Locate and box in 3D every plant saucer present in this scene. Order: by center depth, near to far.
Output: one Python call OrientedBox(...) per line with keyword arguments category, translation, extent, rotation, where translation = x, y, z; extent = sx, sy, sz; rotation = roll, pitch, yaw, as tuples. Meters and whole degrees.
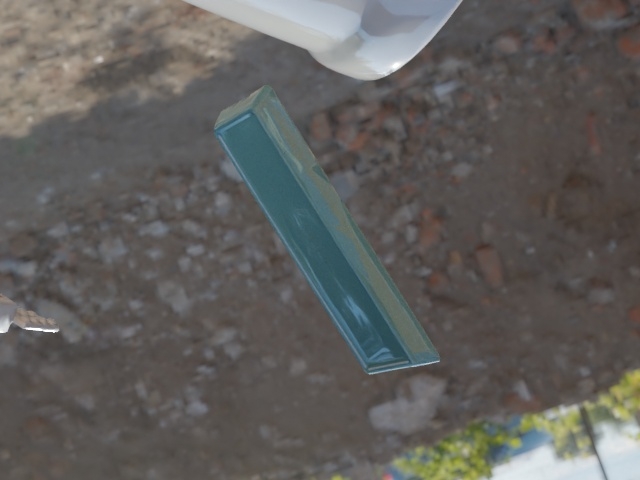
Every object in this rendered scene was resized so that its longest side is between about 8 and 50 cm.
OrientedBox(category="plant saucer", translation=(0.000, 0.000, 0.771), extent=(0.018, 0.192, 0.067), rotation=(-38, -171, -30))

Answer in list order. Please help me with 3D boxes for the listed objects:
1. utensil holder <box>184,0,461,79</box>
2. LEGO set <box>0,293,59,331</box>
OrientedBox(category="utensil holder", translation=(-0.089, -0.313, 0.766), extent=(0.385, 0.328, 0.327), rotation=(18, 157, -17))
OrientedBox(category="LEGO set", translation=(-0.234, -0.017, 0.613), extent=(0.182, 0.244, 0.060), rotation=(-16, 170, 17))
